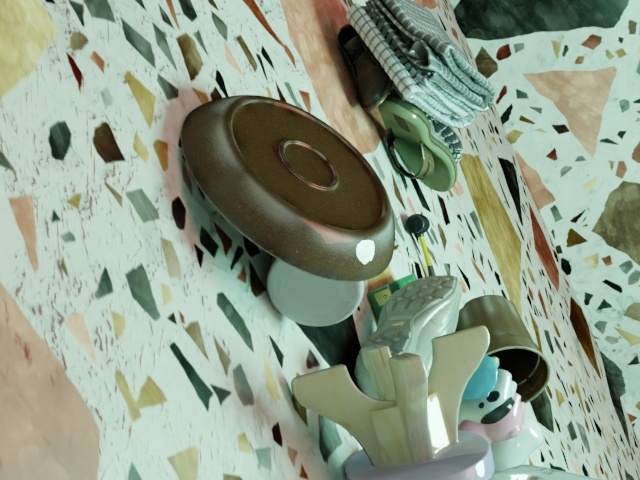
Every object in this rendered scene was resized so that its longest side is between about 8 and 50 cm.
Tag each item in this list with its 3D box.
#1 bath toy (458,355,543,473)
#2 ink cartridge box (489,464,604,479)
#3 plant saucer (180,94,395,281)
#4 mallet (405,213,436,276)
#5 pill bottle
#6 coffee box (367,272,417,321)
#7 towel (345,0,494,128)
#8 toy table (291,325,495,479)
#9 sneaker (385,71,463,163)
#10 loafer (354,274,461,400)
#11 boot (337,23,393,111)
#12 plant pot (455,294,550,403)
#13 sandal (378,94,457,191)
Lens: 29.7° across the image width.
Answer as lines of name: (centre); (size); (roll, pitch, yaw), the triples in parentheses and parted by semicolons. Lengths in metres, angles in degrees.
bath toy: (0.258, 0.297, 1.967); (0.348, 0.151, 0.129); (50, 56, -51)
ink cartridge box: (0.264, 0.486, 1.461); (0.279, 0.160, 0.385); (8, 87, -64)
plant saucer: (-0.025, -0.079, 1.485); (0.310, 0.050, 0.311); (28, 32, -19)
mallet: (0.204, 0.039, 2.259); (0.062, 0.039, 0.190); (-29, 101, -74)
pill bottle: (0.000, 0.000, 1.575); (0.124, 0.124, 0.221); (58, 20, -28)
coffee box: (0.135, 0.118, 1.955); (0.113, 0.040, 0.184); (68, 18, 1)
towel: (0.194, -0.351, 2.263); (0.235, 0.121, 0.283); (57, 17, 26)
toy table: (0.105, 0.212, 1.473); (0.274, 0.252, 0.161); (169, -94, -69)
sneaker: (0.183, -0.252, 2.459); (0.275, 0.107, 0.110); (61, -15, -2)
loafer: (0.138, 0.153, 1.789); (0.319, 0.112, 0.112); (-47, 127, -52)
boot: (0.073, -0.323, 2.249); (0.106, 0.082, 0.219); (43, 22, -23)
plant pot: (0.322, 0.198, 2.228); (0.167, 0.167, 0.165); (53, 16, -39)
sandal: (0.171, -0.172, 2.312); (0.086, 0.120, 0.303); (-63, 147, -14)
